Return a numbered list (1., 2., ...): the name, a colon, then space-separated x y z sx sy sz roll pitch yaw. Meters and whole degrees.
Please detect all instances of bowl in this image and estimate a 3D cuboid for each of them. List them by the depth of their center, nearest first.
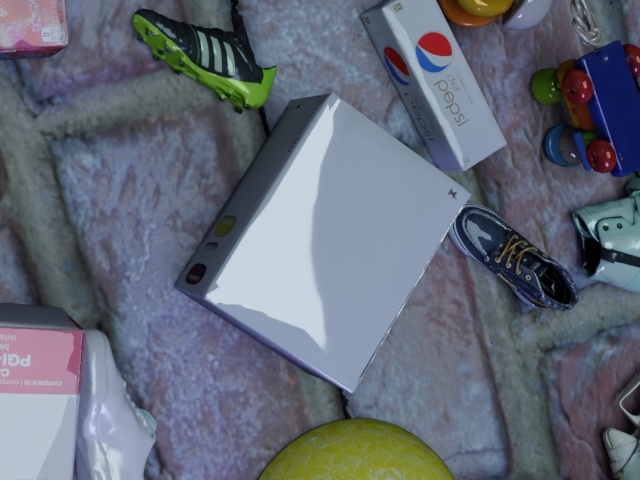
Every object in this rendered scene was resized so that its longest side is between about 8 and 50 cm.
1. bowl: 0.065 0.362 1.371 0.289 0.156 0.289 -1 93 -21

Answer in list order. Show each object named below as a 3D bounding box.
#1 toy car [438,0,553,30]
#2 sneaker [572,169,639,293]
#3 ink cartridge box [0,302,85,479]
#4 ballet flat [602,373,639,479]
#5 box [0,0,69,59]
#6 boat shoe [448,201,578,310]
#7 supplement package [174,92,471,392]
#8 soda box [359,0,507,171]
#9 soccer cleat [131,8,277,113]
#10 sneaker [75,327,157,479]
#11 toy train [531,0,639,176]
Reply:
1. toy car: 0.201 -0.328 1.387 0.159 0.136 0.182 32 75 -7
2. sneaker: 0.402 -0.060 1.502 0.151 0.094 0.256 8 89 -17
3. ink cartridge box: -0.316 0.213 1.194 0.117 0.207 0.283 5 91 -19
4. ballet flat: 0.416 0.239 1.542 0.079 0.077 0.221 26 79 -1
5. box: -0.333 -0.314 1.200 0.123 0.128 0.256 -6 96 -20
6. boat shoe: 0.238 0.018 1.451 0.183 0.083 0.065 39 80 -18
7. supplement package: 0.000 0.000 1.331 0.204 0.145 0.262 34 81 -19
8. soda box: 0.133 -0.190 1.405 0.069 0.074 0.216 -33 103 -15
9. soccer cleat: -0.128 -0.212 1.322 0.179 0.060 0.072 33 72 -25
10. sneaker: -0.224 0.194 1.307 0.094 0.080 0.212 -10 104 -31
11. toy train: 0.308 -0.199 1.432 0.105 0.143 0.248 -27 102 -23
